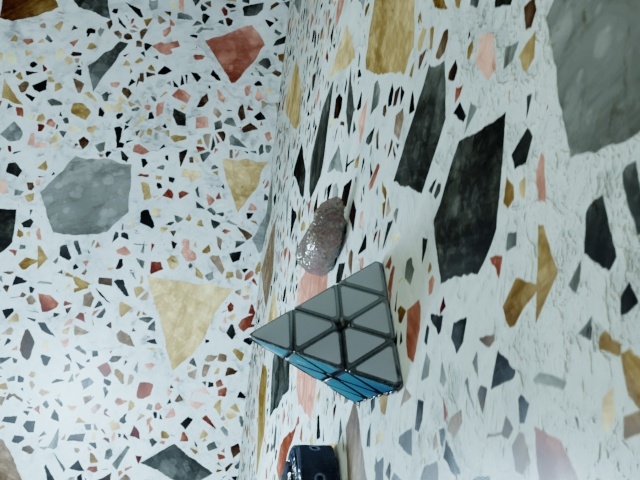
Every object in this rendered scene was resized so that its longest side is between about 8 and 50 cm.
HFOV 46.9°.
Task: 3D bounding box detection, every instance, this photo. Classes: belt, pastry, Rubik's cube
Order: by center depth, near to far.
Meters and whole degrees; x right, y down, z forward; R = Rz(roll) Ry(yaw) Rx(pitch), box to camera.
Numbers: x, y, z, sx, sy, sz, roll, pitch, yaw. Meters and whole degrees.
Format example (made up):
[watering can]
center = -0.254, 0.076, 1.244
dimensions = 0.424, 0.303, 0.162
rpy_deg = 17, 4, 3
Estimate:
[Rubik's cube]
center = 0.050, 0.206, 1.431
dimensions = 0.233, 0.229, 0.228
rpy_deg = 58, -155, 8
[belt]
center = -0.028, 0.555, 1.640
dimensions = 0.122, 0.128, 0.218
rpy_deg = 108, 163, -45
[pastry]
center = 0.002, 0.009, 1.911
dimensions = 0.265, 0.103, 0.112
rpy_deg = 107, 158, -51

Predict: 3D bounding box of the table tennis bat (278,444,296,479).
[table tennis bat]
center = -0.090, 0.689, 2.186
dimensions = 0.246, 0.022, 0.138
rpy_deg = 116, 158, -58
